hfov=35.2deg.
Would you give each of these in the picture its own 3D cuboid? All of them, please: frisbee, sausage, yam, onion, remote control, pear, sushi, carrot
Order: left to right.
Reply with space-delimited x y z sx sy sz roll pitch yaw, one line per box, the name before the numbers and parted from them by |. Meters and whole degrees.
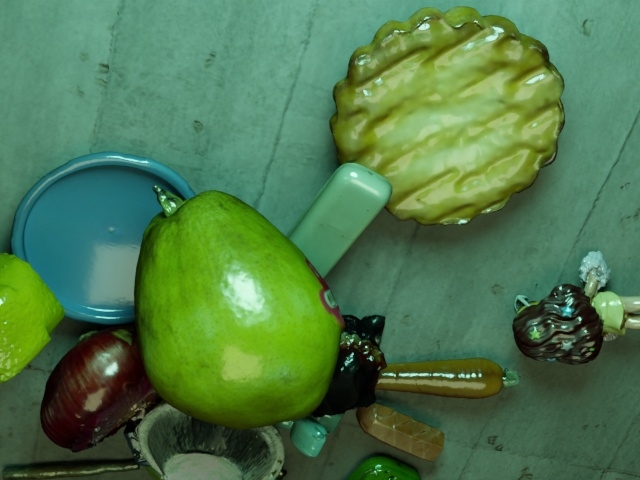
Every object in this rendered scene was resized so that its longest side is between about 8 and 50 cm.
yam | -0.429 0.393 1.737 0.234 0.027 0.029 -4 95 -3
onion | -0.326 0.220 1.536 0.161 0.248 0.248 31 117 6
frisbee | -0.307 -0.004 1.489 0.290 0.049 0.289 -6 120 -10
pear | -0.132 0.086 1.394 0.287 0.287 0.375 -28 96 12
remote control | -0.001 -0.001 1.467 0.090 0.038 0.309 27 135 -10
sushi | 0.017 0.194 1.577 0.172 0.150 0.153 7 120 -9
sausage | 0.129 0.319 1.714 0.169 0.065 0.065 27 116 -21
carrot | 0.162 0.224 1.667 0.336 0.069 0.069 1 121 2

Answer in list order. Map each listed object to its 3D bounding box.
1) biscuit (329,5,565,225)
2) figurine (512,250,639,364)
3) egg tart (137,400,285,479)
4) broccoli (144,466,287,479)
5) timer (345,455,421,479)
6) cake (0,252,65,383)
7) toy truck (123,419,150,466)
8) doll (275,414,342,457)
biscuit | 0.172 -0.174 1.395 0.326 0.107 0.325 0 122 0
figurine | 0.421 0.121 1.585 0.240 0.116 0.174 -16 122 5
egg tart | -0.169 0.325 1.531 0.234 0.094 0.234 5 130 6
broccoli | -0.189 0.456 1.702 0.273 0.180 0.242 32 115 -21
timer | 0.107 0.450 1.800 0.128 0.047 0.140 29 115 -21
cake | -0.502 0.122 1.438 0.261 0.179 0.156 -6 130 37
toy truck | -0.215 0.308 1.661 0.202 0.074 0.088 -16 103 1
doll | -0.054 0.278 1.612 0.159 0.159 0.059 30 113 15
